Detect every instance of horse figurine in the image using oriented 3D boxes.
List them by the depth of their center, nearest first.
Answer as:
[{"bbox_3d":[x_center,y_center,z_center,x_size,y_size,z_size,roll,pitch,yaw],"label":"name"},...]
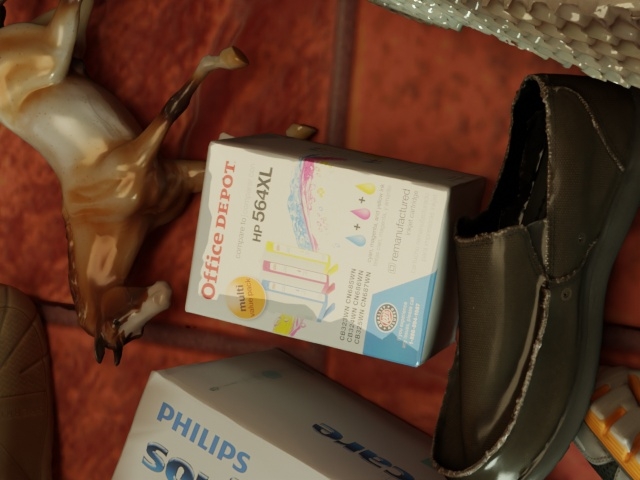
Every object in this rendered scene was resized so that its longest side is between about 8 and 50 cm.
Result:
[{"bbox_3d":[-0.127,-0.084,0.864,0.174,0.066,0.263,-41,79,20],"label":"horse figurine"}]

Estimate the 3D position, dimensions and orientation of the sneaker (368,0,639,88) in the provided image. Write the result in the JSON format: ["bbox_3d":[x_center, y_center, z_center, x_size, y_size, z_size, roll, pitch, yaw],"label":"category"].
[{"bbox_3d":[0.096,-0.165,0.681,0.293,0.102,0.146,27,95,49],"label":"sneaker"}]

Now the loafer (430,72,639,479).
[{"bbox_3d":[0.090,0.018,0.718,0.080,0.078,0.220,4,76,64],"label":"loafer"}]

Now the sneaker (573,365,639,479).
[{"bbox_3d":[0.186,0.145,0.700,0.215,0.084,0.083,47,132,26],"label":"sneaker"}]

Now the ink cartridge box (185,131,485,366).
[{"bbox_3d":[0.000,0.000,0.771,0.143,0.090,0.092,12,99,16],"label":"ink cartridge box"}]

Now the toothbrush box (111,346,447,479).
[{"bbox_3d":[-0.023,0.236,0.788,0.216,0.126,0.295,27,105,26],"label":"toothbrush box"}]

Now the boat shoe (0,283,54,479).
[{"bbox_3d":[-0.220,0.170,0.912,0.092,0.103,0.285,-3,87,34],"label":"boat shoe"}]
